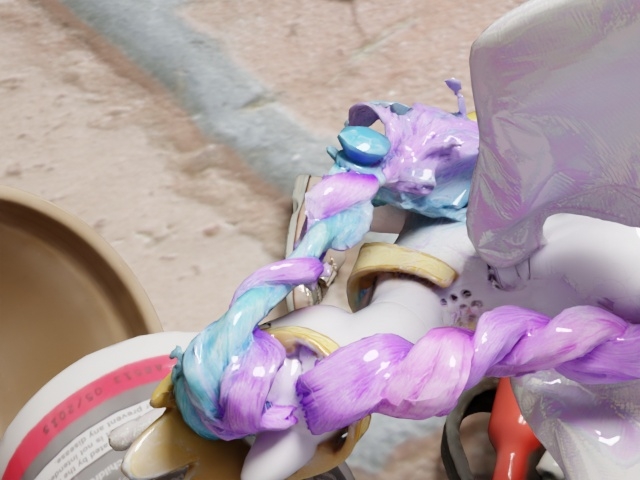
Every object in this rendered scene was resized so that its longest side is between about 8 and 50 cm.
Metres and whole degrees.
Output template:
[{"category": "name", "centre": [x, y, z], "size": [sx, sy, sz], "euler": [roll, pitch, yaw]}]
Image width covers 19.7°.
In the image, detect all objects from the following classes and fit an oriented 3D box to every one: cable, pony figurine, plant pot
[{"category": "cable", "centre": [0.098, 0.147, 0.927], "size": [0.139, 0.072, 0.287], "euler": [11, 45, 23]}, {"category": "pony figurine", "centre": [0.125, 0.019, 0.810], "size": [0.351, 0.303, 0.363], "euler": [-6, 16, 35]}, {"category": "plant pot", "centre": [-0.206, 0.094, 1.011], "size": [0.110, 0.237, 0.237], "euler": [-21, 23, 52]}]

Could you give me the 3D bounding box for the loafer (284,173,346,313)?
[{"category": "loafer", "centre": [0.000, 0.000, 1.153], "size": [0.039, 0.045, 0.125], "euler": [-2, 39, 5]}]

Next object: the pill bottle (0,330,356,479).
[{"category": "pill bottle", "centre": [-0.033, 0.199, 0.829], "size": [0.176, 0.176, 0.318], "euler": [-22, 40, -9]}]
